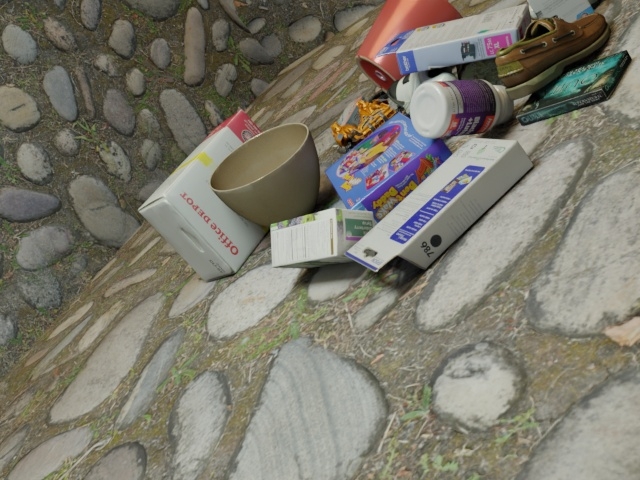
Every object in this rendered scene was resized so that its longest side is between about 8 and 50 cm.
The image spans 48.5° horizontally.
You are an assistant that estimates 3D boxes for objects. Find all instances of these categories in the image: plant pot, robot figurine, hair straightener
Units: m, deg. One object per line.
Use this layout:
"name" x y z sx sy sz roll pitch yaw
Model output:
"plant pot" -0.111 -0.140 1.802 0.284 0.191 0.284 -24 29 14
"robot figurine" 0.129 -0.305 1.910 0.211 0.085 0.291 -42 19 -3
"plant pot" 0.243 -0.545 1.990 0.243 0.275 0.275 -51 20 -1
"hair straightener" 0.206 -0.468 2.177 0.230 0.047 0.089 -28 22 32

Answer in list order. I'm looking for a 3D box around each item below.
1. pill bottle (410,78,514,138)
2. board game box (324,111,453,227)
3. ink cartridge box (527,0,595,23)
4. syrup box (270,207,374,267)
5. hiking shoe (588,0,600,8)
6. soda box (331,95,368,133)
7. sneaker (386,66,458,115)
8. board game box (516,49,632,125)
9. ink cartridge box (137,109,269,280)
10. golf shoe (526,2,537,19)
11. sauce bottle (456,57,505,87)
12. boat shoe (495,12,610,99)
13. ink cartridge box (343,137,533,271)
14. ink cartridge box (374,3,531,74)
"pill bottle" 0.281 -0.259 1.389 0.193 0.108 0.108 -11 3 -31
"board game box" 0.144 -0.157 1.566 0.233 0.078 0.347 -38 19 6
"ink cartridge box" 0.510 -0.532 1.549 0.104 0.180 0.060 -31 21 23
"syrup box" 0.000 0.000 1.415 0.237 0.093 0.096 -13 77 54
"hiking shoe" 0.633 -0.637 1.621 0.304 0.132 0.113 -44 20 -12
"soda box" 0.096 -0.361 2.134 0.063 0.058 0.183 -25 24 37
"sneaker" 0.255 -0.361 1.677 0.146 0.122 0.330 -65 18 16
"board game box" 0.466 -0.280 1.316 0.186 0.026 0.126 -12 33 54
"ink cartridge box" -0.263 -0.122 1.943 0.160 0.279 0.385 -19 28 48
"golf shoe" 0.589 -0.621 1.768 0.186 0.067 0.086 -44 21 -12
"sauce bottle" 0.375 -0.431 1.685 0.111 0.111 0.344 -31 22 24
"boat shoe" 0.462 -0.394 1.399 0.307 0.104 0.110 -38 16 -29
"ink cartridge box" 0.203 -0.051 1.252 0.332 0.065 0.165 -41 19 -6
"ink cartridge box" 0.293 -0.437 1.563 0.311 0.065 0.186 -3 30 26
